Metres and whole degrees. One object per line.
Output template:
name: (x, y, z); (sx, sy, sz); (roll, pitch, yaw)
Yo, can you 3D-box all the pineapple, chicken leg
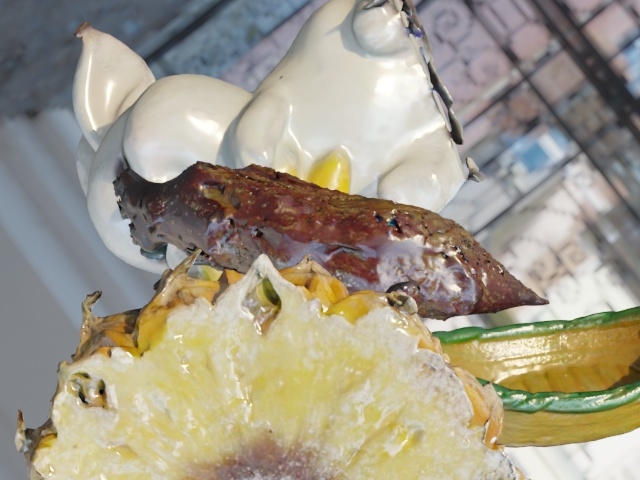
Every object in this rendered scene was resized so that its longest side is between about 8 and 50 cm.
pineapple: (-0.018, 0.109, 0.637); (0.221, 0.221, 0.047); (-38, -176, 2)
chicken leg: (0.000, 0.000, 0.922); (0.105, 0.234, 0.063); (-10, 112, -67)

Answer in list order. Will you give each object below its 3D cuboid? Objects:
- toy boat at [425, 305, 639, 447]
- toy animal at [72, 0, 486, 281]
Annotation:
toy boat: (0.136, 0.066, 1.011); (0.230, 0.088, 0.089); (-9, -153, -9)
toy animal: (-0.052, -0.070, 1.294); (0.310, 0.182, 0.247); (-21, -144, 10)
